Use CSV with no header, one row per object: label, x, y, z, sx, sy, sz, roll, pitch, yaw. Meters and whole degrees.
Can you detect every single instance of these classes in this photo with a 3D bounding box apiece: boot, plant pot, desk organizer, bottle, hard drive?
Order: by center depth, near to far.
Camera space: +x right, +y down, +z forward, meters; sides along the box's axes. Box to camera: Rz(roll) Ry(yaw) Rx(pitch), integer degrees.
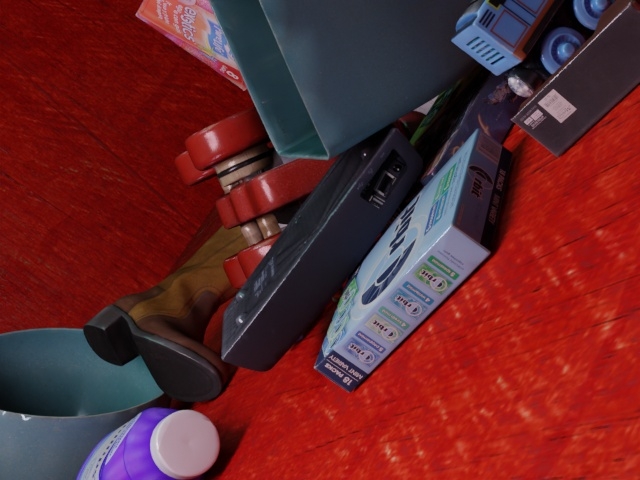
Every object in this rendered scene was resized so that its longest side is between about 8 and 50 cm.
desk organizer,0.200,-0.124,0.952,0.130,0.047,0.050,-46,10,40
plant pot,0.051,-0.198,1.195,0.234,0.165,0.166,-27,12,-14
hard drive,0.000,0.000,1.217,0.254,0.054,0.172,-53,10,8
bottle,-0.183,0.238,1.408,0.118,0.092,0.283,-57,9,-27
boot,-0.129,0.084,1.719,0.280,0.096,0.264,-36,26,-31
plant pot,-0.341,0.257,1.723,0.290,0.290,0.195,-86,1,-73

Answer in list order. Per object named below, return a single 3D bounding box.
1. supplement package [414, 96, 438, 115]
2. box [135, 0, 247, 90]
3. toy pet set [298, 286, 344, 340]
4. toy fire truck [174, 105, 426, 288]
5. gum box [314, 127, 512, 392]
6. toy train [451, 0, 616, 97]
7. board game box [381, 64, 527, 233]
supplement package,0.107,-0.262,1.468,0.203,0.194,0.149,-40,17,54
box,-0.049,-0.335,1.433,0.300,0.154,0.142,-60,11,-20
toy pet set,-0.012,0.068,1.356,0.114,0.065,0.122,-19,11,-5
toy fire truck,-0.007,-0.076,1.454,0.254,0.169,0.302,-25,1,-12
gum box,0.077,0.015,1.076,0.184,0.041,0.157,-49,10,34
toy train,0.195,-0.210,1.104,0.184,0.105,0.080,-56,9,-9
board game box,0.142,-0.121,1.248,0.243,0.042,0.165,-57,9,-22
